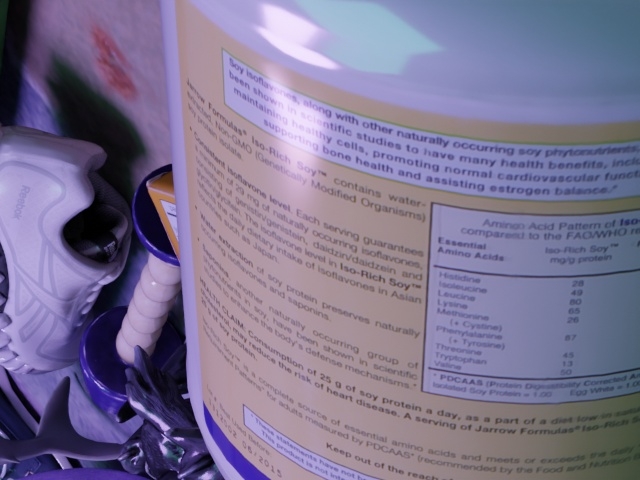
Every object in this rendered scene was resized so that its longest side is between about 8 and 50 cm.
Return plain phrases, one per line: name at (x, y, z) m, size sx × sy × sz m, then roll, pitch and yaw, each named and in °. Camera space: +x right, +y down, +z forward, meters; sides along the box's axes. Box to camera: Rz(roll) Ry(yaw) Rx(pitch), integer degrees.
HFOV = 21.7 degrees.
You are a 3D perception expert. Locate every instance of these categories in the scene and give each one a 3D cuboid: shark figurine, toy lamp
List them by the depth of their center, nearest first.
toy lamp at (-0.116, 0.047, 1.142) m, size 0.080 × 0.080 × 0.274 m, roll 49°, pitch 152°, yaw 12°
shark figurine at (-0.264, 0.135, 1.297) m, size 0.116 × 0.166 × 0.278 m, roll 19°, pitch 155°, yaw 41°

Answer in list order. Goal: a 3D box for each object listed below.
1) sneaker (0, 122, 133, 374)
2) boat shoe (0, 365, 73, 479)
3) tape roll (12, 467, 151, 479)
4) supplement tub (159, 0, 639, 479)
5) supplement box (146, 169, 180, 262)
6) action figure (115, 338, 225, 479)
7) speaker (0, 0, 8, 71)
sneaker at (-0.190, 0.015, 1.198) m, size 0.118 × 0.110 × 0.292 m, roll 3°, pitch 151°, yaw 5°
boat shoe at (-0.301, 0.189, 1.561) m, size 0.254 × 0.079 × 0.095 m, roll 56°, pitch 151°, yaw -1°
tape roll at (-0.211, 0.313, 1.355) m, size 0.275 × 0.275 × 0.090 m, roll 30°, pitch 141°, yaw 38°
supplement tub at (0.065, -0.056, 0.587) m, size 0.241 × 0.241 × 0.331 m, roll 35°, pitch 142°, yaw 33°
supplement box at (0.000, 0.000, 0.897) m, size 0.233 × 0.078 × 0.080 m, roll 23°, pitch 139°, yaw 53°
action figure at (-0.056, 0.130, 1.081) m, size 0.164 × 0.141 × 0.275 m, roll 56°, pitch 167°, yaw 3°
speaker at (-0.284, -0.129, 1.157) m, size 0.131 × 0.131 × 0.296 m, roll 48°, pitch 150°, yaw 13°
